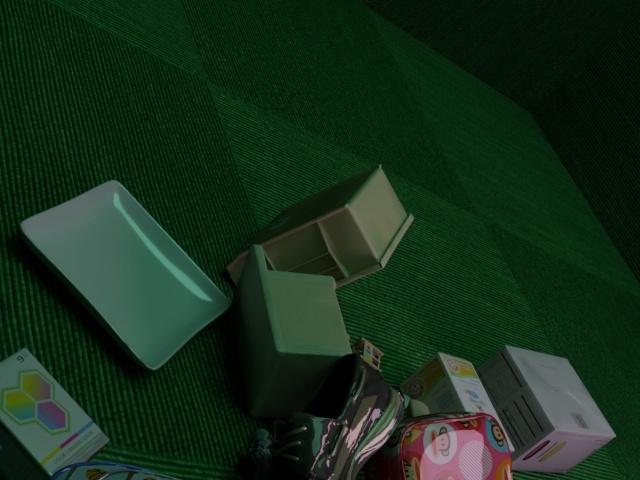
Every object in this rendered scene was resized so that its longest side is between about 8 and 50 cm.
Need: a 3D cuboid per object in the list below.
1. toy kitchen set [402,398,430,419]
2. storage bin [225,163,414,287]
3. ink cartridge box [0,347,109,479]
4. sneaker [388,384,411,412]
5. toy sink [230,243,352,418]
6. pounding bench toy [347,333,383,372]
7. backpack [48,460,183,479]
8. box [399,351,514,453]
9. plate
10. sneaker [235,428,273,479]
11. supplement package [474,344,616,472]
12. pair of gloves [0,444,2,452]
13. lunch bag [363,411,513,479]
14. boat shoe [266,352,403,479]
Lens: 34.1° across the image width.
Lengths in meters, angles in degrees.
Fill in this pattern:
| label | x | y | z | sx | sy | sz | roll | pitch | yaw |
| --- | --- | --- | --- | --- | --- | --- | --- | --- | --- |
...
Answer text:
| label | x | y | z | sx | sy | sz | roll | pitch | yaw |
| --- | --- | --- | --- | --- | --- | --- | --- | --- | --- |
| toy kitchen set | 0.076 | 0.352 | 1.655 | 0.207 | 0.166 | 0.122 | 2 | 36 | -6 |
| storage bin | 0.000 | 0.000 | 1.832 | 0.123 | 0.260 | 0.262 | 61 | 23 | -10 |
| ink cartridge box | -0.357 | 0.194 | 1.208 | 0.209 | 0.062 | 0.109 | 47 | 26 | 3 |
| sneaker | 0.135 | 0.282 | 1.869 | 0.109 | 0.044 | 0.040 | 18 | 35 | -49 |
| toy sink | -0.047 | 0.139 | 1.624 | 0.131 | 0.153 | 0.234 | 6 | 40 | -20 |
| pounding bench toy | 0.063 | 0.210 | 1.851 | 0.083 | 0.052 | 0.065 | 39 | 26 | -15 |
| backpack | -0.205 | 0.351 | 1.066 | 0.276 | 0.213 | 0.263 | 27 | 21 | -31 |
| box | 0.244 | 0.321 | 1.897 | 0.103 | 0.114 | 0.203 | 21 | 35 | -40 |
| plate | -0.288 | 0.051 | 1.546 | 0.277 | 0.045 | 0.278 | 48 | 25 | 0 |
| sneaker | -0.096 | 0.304 | 1.482 | 0.069 | 0.038 | 0.098 | 27 | 31 | -37 |
| supplement package | 0.440 | 0.349 | 2.127 | 0.261 | 0.145 | 0.204 | 16 | 39 | -47 |
| pair of gloves | -0.405 | 0.247 | 1.070 | 0.159 | 0.023 | 0.198 | 24 | 43 | -36 |
| lunch bag | 0.167 | 0.402 | 1.520 | 0.258 | 0.120 | 0.293 | 2 | 79 | -39 |
| boat shoe | -0.019 | 0.291 | 1.419 | 0.130 | 0.132 | 0.355 | 56 | 44 | -16 |
